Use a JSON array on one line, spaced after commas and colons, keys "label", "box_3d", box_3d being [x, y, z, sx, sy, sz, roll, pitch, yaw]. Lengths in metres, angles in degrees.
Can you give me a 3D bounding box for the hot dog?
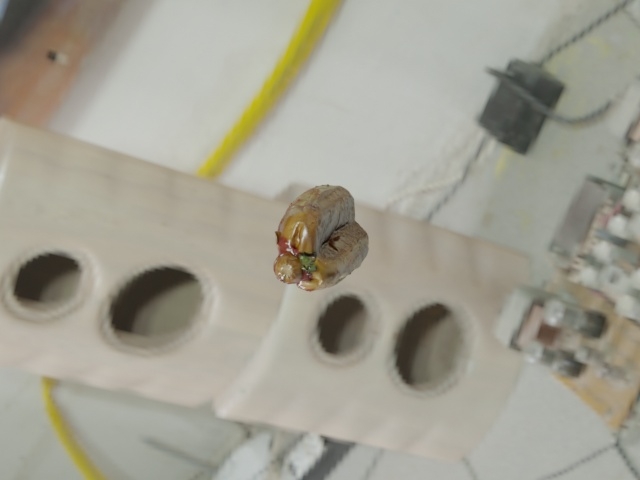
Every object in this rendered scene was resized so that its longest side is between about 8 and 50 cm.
[{"label": "hot dog", "box_3d": [-0.002, 0.001, 0.926, 0.038, 0.144, 0.062, -16, 96, 13]}]
